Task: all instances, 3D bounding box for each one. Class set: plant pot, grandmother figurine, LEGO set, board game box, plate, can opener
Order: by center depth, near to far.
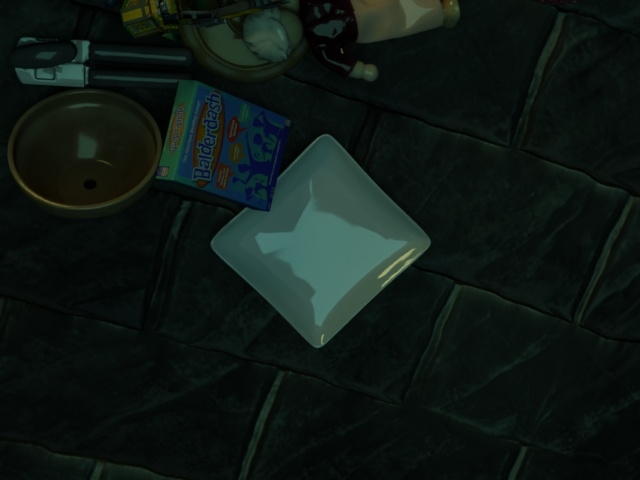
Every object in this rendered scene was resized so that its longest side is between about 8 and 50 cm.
[{"bbox_3d":[-0.170,-0.451,1.726,0.192,0.255,0.331,-8,86,33],"label":"LEGO set"},{"bbox_3d":[-0.342,-0.273,1.861,0.284,0.095,0.076,2,106,-6],"label":"can opener"},{"bbox_3d":[-0.366,-0.117,1.871,0.237,0.237,0.109,-5,147,-7],"label":"plant pot"},{"bbox_3d":[-0.150,-0.147,1.879,0.210,0.047,0.160,16,84,-44],"label":"board game box"},{"bbox_3d":[0.044,-0.350,1.880,0.343,0.104,0.207,-13,83,-11],"label":"grandmother figurine"},{"bbox_3d":[-0.115,-0.367,1.903,0.236,0.032,0.236,-2,106,-8],"label":"plant pot"},{"bbox_3d":[0.000,0.000,2.021,0.277,0.045,0.278,-43,108,6],"label":"plate"}]

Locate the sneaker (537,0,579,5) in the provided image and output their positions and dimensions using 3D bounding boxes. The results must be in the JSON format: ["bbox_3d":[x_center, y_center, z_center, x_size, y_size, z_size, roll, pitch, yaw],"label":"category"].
[{"bbox_3d":[0.334,-0.478,1.902,0.299,0.121,0.112,27,70,-23],"label":"sneaker"}]

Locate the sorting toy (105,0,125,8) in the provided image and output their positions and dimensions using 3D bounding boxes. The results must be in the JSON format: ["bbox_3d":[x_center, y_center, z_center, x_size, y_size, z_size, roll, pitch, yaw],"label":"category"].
[{"bbox_3d":[-0.314,-0.389,1.867,0.061,0.042,0.102,-43,96,-11],"label":"sorting toy"}]
